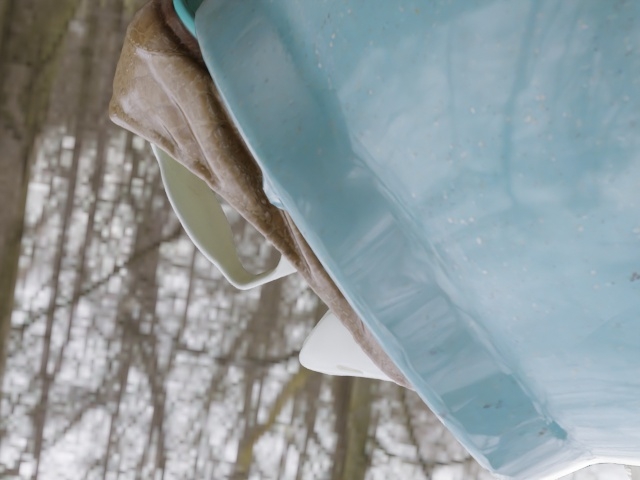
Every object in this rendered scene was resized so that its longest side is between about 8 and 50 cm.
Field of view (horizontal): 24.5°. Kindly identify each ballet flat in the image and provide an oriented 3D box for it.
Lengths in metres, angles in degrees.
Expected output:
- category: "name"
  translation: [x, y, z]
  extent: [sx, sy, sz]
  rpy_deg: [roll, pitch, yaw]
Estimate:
- category: "ballet flat"
  translation: [0.000, 0.000, 0.868]
  extent: [0.342, 0.124, 0.116]
  rpy_deg: [44, -149, 5]

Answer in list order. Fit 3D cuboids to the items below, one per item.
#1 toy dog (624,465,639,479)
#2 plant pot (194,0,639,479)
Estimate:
- category: "toy dog"
  translation: [0.415, 0.176, 1.449]
  extent: [0.285, 0.408, 0.395]
  rpy_deg: [-2, 173, 29]
- category: "plant pot"
  translation: [0.089, -0.051, 0.426]
  extent: [0.196, 0.293, 0.293]
  rpy_deg: [-34, -179, 9]
